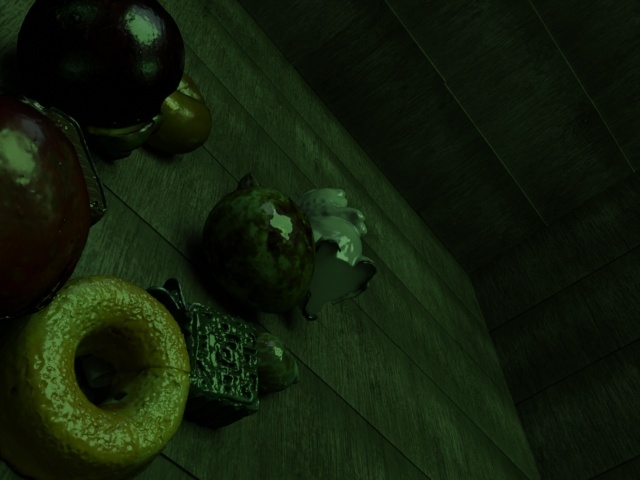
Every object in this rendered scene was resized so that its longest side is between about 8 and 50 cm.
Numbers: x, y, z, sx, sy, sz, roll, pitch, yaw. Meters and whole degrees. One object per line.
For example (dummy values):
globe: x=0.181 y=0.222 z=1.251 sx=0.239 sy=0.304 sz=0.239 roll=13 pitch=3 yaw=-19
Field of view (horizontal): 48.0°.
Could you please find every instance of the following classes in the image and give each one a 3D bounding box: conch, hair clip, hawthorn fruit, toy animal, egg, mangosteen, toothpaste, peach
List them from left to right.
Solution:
hawthorn fruit: x=-0.420 y=-0.044 z=0.863 sx=0.316 sy=0.316 sz=0.316 roll=47 pitch=20 yaw=-23
toothpaste: x=-0.359 y=0.130 z=1.088 sx=0.193 sy=0.045 sz=0.071 roll=60 pitch=10 yaw=28
mangosteen: x=-0.412 y=-0.336 z=1.362 sx=0.330 sy=0.330 sz=0.330 roll=47 pitch=20 yaw=-23
peach: x=-0.364 y=-0.318 z=1.677 sx=0.251 sy=0.153 sz=0.251 roll=53 pitch=11 yaw=-16
hair clip: x=-0.228 y=0.198 z=1.310 sx=0.275 sy=0.048 sz=0.083 roll=61 pitch=17 yaw=0
egg: x=-0.124 y=0.024 z=1.546 sx=0.289 sy=0.238 sz=0.238 roll=61 pitch=16 yaw=-16
conch: x=-0.108 y=0.245 z=1.427 sx=0.116 sy=0.106 sz=0.173 roll=42 pitch=-12 yaw=36
toy animal: x=0.000 y=0.000 z=1.795 sx=0.194 sy=0.258 sz=0.357 roll=41 pitch=15 yaw=-31

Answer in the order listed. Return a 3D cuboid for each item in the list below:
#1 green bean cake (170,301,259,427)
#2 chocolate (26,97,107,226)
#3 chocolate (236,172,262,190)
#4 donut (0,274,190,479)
green bean cake: x=-0.185 y=0.210 z=1.226 sx=0.173 sy=0.094 sz=0.181 roll=31 pitch=44 yaw=-40
chocolate: x=-0.454 y=-0.120 z=1.194 sx=0.214 sy=0.093 sz=0.148 roll=63 pitch=18 yaw=19
chocolate: x=-0.170 y=-0.050 z=1.803 sx=0.261 sy=0.083 sz=0.161 roll=-102 pitch=168 yaw=-48
donut: x=-0.295 y=0.174 z=0.960 sx=0.303 sy=0.110 sz=0.303 roll=31 pitch=42 yaw=-32
